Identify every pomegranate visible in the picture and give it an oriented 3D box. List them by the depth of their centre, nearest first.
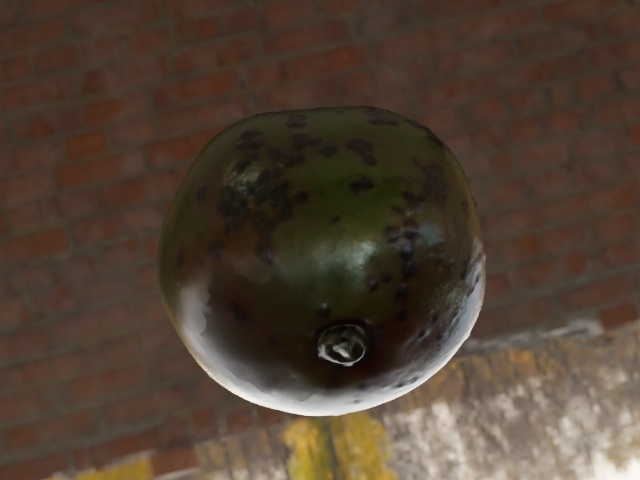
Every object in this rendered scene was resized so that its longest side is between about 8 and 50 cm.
[{"bbox_3d":[0.000,0.000,0.730,0.159,0.159,0.205,-13,-158,-3],"label":"pomegranate"}]
